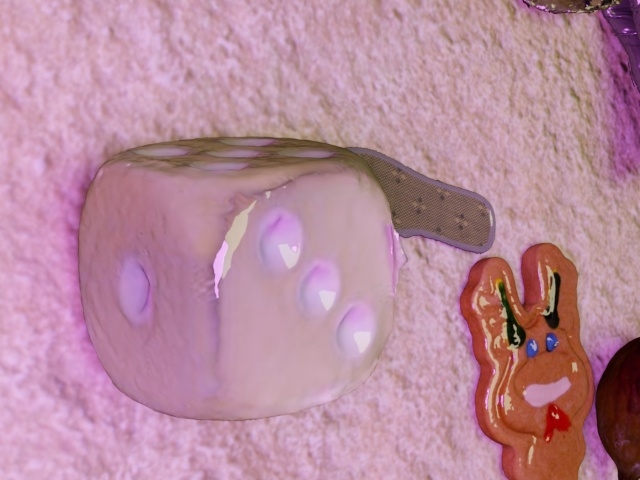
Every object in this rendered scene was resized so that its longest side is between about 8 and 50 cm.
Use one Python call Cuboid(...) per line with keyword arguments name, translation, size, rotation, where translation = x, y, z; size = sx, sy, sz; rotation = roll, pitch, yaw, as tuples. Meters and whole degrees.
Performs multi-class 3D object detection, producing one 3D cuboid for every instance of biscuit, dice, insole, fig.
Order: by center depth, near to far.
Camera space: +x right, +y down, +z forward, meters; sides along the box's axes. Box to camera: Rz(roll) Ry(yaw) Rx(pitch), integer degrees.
Cuboid(name="dice", translation=(-0.084, 0.032, 1.422), size=(0.250, 0.254, 0.251), rotation=(-11, 107, -37))
Cuboid(name="insole", translation=(0.105, -0.045, 1.720), size=(0.322, 0.007, 0.109), rotation=(15, 75, -38))
Cuboid(name="biscuit", translation=(0.280, 0.174, 1.826), size=(0.202, 0.047, 0.333), rotation=(-9, 93, -36))
Cuboid(name="fig", translation=(0.432, 0.250, 1.885), size=(0.146, 0.170, 0.274), rotation=(18, 100, 3))

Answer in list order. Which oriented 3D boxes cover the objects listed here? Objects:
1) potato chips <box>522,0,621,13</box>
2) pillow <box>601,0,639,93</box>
Cuboid(name="potato chips", translation=(0.343, -0.393, 1.880), size=(0.202, 0.029, 0.220), rotation=(40, 75, 1))
Cuboid(name="pillow", translation=(0.522, -0.242, 1.941), size=(0.228, 0.101, 0.326), rotation=(-10, 82, -22))
